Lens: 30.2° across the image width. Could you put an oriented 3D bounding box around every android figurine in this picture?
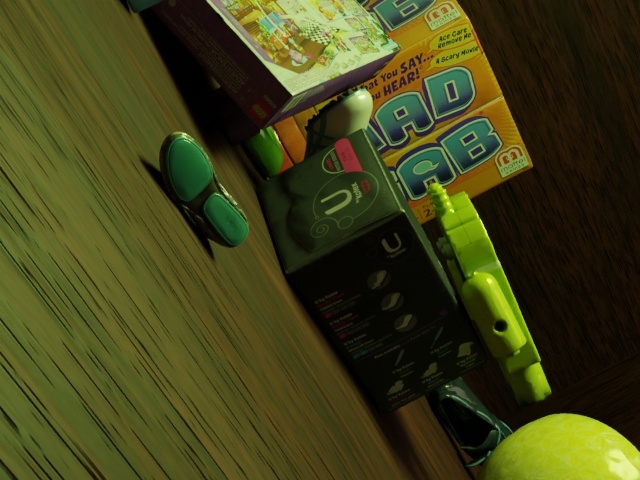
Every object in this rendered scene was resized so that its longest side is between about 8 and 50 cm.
[{"bbox_3d":[0.192,0.057,1.395,0.248,0.056,0.273,-87,151,-81],"label":"android figurine"}]

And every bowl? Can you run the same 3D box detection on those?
[{"bbox_3d":[0.266,0.364,1.422,0.156,0.289,0.289,-7,62,-37],"label":"bowl"}]

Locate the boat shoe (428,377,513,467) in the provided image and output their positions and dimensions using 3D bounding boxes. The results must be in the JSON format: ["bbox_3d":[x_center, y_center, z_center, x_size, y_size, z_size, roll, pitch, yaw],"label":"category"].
[{"bbox_3d":[0.268,0.346,2.079,0.258,0.109,0.089,43,19,-17],"label":"boat shoe"}]

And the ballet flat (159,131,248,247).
[{"bbox_3d":[-0.094,-0.039,0.883,0.114,0.041,0.041,58,7,-40],"label":"ballet flat"}]

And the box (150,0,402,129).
[{"bbox_3d":[-0.047,-0.238,1.276,0.201,0.057,0.293,48,31,5],"label":"box"}]

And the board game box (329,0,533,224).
[{"bbox_3d":[0.114,-0.269,2.149,0.356,0.356,0.356,57,8,-40],"label":"board game box"}]

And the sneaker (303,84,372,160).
[{"bbox_3d":[0.018,-0.088,1.377,0.086,0.085,0.237,50,-35,19],"label":"sneaker"}]

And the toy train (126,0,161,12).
[{"bbox_3d":[-0.185,-0.305,1.104,0.105,0.080,0.184,70,-6,-59],"label":"toy train"}]

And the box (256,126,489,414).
[{"bbox_3d":[0.061,0.039,1.330,0.270,0.143,0.165,57,8,-41],"label":"box"}]

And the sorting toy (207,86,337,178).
[{"bbox_3d":[-0.038,-0.156,1.457,0.127,0.126,0.365,63,5,5],"label":"sorting toy"}]
